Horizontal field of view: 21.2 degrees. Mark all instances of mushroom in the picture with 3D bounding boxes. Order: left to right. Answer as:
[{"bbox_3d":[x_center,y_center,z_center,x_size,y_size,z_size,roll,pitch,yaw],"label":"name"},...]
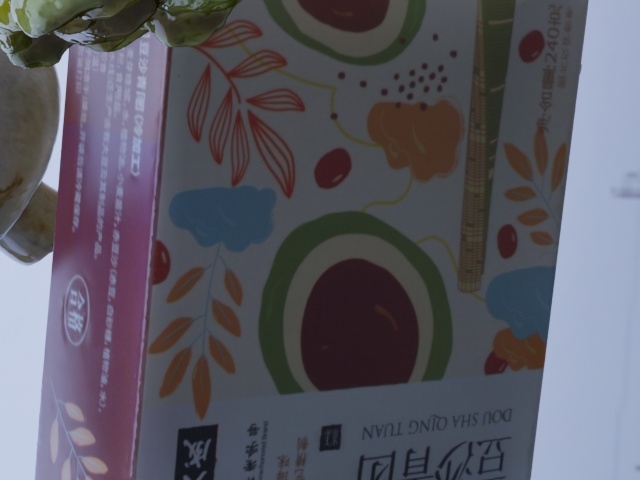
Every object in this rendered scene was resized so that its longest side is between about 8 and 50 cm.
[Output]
[{"bbox_3d":[-0.251,-0.057,1.178,0.215,0.207,0.207,43,-131,-46],"label":"mushroom"}]

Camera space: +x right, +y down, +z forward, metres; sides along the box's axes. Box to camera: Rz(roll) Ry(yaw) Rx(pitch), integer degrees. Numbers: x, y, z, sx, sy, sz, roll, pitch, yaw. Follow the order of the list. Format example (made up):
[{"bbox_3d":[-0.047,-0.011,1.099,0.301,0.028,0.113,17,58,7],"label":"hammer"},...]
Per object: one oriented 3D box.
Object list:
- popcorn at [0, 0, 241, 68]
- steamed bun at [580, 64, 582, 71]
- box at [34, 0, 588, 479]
[{"bbox_3d":[-0.094,-0.153,0.749,0.155,0.197,0.197,64,-157,-10],"label":"popcorn"},{"bbox_3d":[0.074,-0.219,1.529,0.289,0.203,0.276,55,-173,-14],"label":"steamed bun"},{"bbox_3d":[0.000,0.000,1.117,0.344,0.122,0.385,-2,-79,-39],"label":"box"}]
